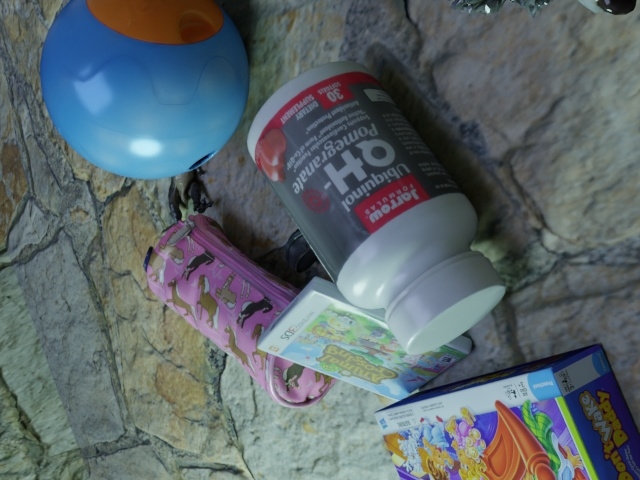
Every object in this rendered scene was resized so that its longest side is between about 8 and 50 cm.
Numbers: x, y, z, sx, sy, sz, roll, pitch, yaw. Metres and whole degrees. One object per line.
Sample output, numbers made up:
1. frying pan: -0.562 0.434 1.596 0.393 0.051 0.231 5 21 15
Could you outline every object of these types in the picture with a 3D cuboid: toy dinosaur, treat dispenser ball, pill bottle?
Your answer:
1. toy dinosaur: -0.232 -0.069 1.629 0.268 0.064 0.118 106 149 -43
2. treat dispenser ball: -0.244 -0.229 1.348 0.288 0.288 0.288 32 131 46
3. pill bottle: 0.065 -0.035 1.087 0.318 0.176 0.176 56 145 23

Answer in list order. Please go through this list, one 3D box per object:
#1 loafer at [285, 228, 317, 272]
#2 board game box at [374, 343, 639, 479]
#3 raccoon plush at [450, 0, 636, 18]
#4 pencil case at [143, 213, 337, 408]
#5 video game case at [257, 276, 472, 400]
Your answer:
1. loafer: 0.000 0.000 1.314 0.061 0.062 0.170 53 145 19
2. board game box: 0.221 0.269 1.098 0.347 0.078 0.233 -32 79 57
3. raccoon plush: 0.151 -0.365 0.681 0.299 0.216 0.446 151 100 -75
4. pencil case: -0.114 0.098 1.449 0.386 0.167 0.160 34 92 44
5. video game case: 0.050 0.130 1.201 0.193 0.212 0.023 131 157 -54
